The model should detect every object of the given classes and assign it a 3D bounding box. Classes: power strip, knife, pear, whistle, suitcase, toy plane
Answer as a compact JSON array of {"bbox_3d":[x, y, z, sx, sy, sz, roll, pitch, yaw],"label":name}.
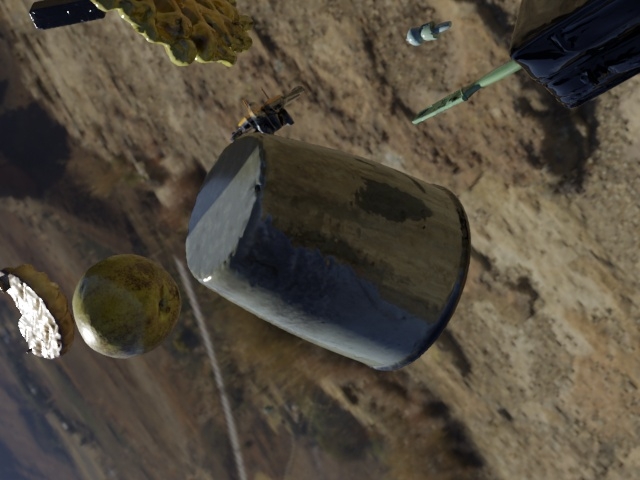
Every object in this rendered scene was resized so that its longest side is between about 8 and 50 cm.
[{"bbox_3d":[-0.374,-0.343,1.319,0.038,0.111,0.029,74,-170,-45],"label":"power strip"},{"bbox_3d":[0.266,-0.267,1.579,0.020,0.043,0.293,41,145,-20],"label":"knife"},{"bbox_3d":[-0.351,0.116,1.641,0.197,0.197,0.197,41,152,28],"label":"pear"},{"bbox_3d":[0.197,-0.381,1.621,0.100,0.035,0.035,-10,114,43],"label":"whistle"},{"bbox_3d":[0.431,-0.362,1.185,0.188,0.339,0.345,38,142,-22],"label":"suitcase"},{"bbox_3d":[-0.117,-0.259,1.879,0.103,0.204,0.316,54,-174,-14],"label":"toy plane"}]

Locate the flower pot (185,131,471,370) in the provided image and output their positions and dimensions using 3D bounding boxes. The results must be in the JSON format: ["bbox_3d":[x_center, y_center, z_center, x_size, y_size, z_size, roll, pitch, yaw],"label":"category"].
[{"bbox_3d":[0.000,0.000,1.263,0.330,0.294,0.293,23,170,-28],"label":"flower pot"}]

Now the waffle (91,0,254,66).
[{"bbox_3d":[-0.217,-0.339,1.151,0.307,0.312,0.060,44,113,-2],"label":"waffle"}]

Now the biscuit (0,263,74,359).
[{"bbox_3d":[-0.444,0.118,1.436,0.118,0.061,0.183,14,128,27],"label":"biscuit"}]
